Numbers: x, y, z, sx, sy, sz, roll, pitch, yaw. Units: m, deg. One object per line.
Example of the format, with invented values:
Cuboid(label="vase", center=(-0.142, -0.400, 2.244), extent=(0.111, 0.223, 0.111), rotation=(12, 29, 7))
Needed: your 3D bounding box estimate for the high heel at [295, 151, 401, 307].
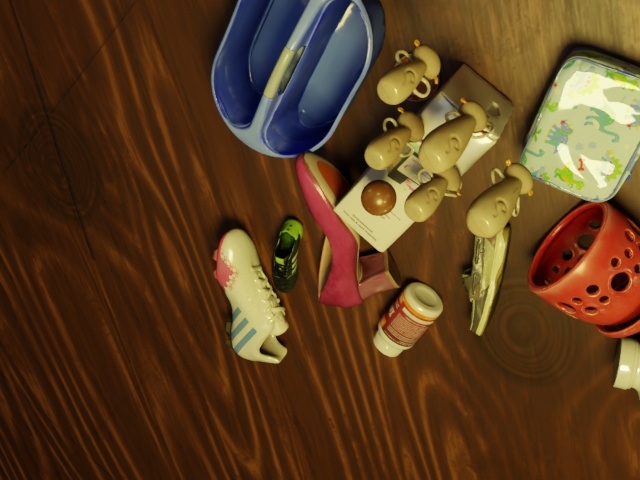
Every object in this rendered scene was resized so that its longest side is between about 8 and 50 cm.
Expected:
Cuboid(label="high heel", center=(0.000, 0.000, 1.355), extent=(0.181, 0.127, 0.377), rotation=(-18, 128, 20))

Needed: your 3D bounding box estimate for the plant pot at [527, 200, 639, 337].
Cuboid(label="plant pot", center=(0.471, 0.054, 1.215), extent=(0.174, 0.191, 0.191), rotation=(36, 124, -9))

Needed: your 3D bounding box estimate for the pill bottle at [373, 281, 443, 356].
Cuboid(label="pill bottle", center=(0.169, 0.161, 1.450), extent=(0.086, 0.086, 0.152), rotation=(34, 123, 2))

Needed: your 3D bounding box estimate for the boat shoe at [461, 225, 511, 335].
Cuboid(label="boat shoe", center=(0.300, 0.069, 1.357), extent=(0.073, 0.080, 0.223), rotation=(17, 117, 20))

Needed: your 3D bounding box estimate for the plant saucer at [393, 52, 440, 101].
Cuboid(label="plant saucer", center=(0.165, -0.282, 1.256), extent=(0.084, 0.013, 0.083), rotation=(10, 121, 17))

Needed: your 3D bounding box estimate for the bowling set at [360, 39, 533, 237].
Cuboid(label="bowling set", center=(0.146, -0.126, 1.050), extent=(0.200, 0.154, 0.287), rotation=(-21, 108, 49))

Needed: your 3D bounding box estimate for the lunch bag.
Cuboid(label="lunch bag", center=(0.430, -0.179, 1.158), extent=(0.176, 0.090, 0.219), rotation=(23, 123, 10))

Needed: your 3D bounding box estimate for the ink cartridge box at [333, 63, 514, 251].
Cuboid(label="ink cartridge box", center=(0.173, -0.140, 1.216), extent=(0.117, 0.201, 0.278), rotation=(42, 123, -2))

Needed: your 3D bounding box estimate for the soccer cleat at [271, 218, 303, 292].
Cuboid(label="soccer cleat", center=(-0.075, 0.039, 1.491), extent=(0.060, 0.072, 0.178), rotation=(18, 122, 12))

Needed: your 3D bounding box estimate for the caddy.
Cuboid(label="caddy", center=(-0.042, -0.304, 1.230), extent=(0.241, 0.179, 0.341), rotation=(32, 124, 2))

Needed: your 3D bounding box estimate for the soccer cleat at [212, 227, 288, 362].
Cuboid(label="soccer cleat", center=(-0.131, 0.121, 1.534), extent=(0.143, 0.116, 0.331), rotation=(14, 129, 24))

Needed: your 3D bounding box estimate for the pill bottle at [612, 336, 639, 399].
Cuboid(label="pill bottle", center=(0.651, 0.236, 1.259), extent=(0.264, 0.146, 0.146), rotation=(9, 120, 17))
